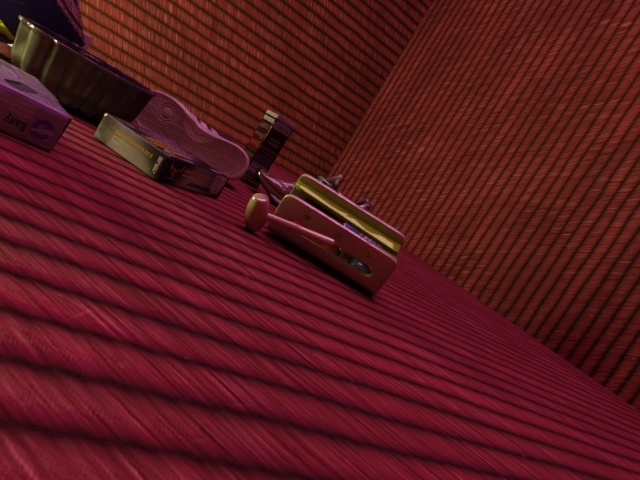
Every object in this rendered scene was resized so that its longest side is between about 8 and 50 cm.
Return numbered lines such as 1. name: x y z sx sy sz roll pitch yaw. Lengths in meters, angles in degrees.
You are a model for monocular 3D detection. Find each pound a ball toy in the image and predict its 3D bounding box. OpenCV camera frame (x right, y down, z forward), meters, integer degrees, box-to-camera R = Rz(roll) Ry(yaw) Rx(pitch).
1. pound a ball toy: 0.000 0.000 1.306 0.319 0.135 0.208 31 32 -1

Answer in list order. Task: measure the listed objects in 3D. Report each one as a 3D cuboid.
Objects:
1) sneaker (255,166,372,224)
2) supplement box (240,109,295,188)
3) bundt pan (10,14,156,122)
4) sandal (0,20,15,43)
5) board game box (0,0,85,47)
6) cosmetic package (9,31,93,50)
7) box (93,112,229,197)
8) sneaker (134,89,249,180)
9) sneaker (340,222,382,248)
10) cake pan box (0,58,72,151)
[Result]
1. sneaker: -0.011 -0.148 1.964 0.410 0.182 0.158 29 7 -20
2. supplement box: -0.189 -0.299 2.036 0.073 0.239 0.130 29 7 -28
3. bundt pan: -0.553 -0.369 1.426 0.331 0.124 0.331 32 7 -4
4. sandal: -0.891 -0.612 1.713 0.126 0.138 0.317 -20 50 -34
5. board game box: -0.713 -0.634 1.540 0.232 0.141 0.291 71 -1 -60
6. cosmetic package: -0.816 -0.604 1.857 0.184 0.151 0.151 36 7 27
7. box: -0.320 -0.170 1.288 0.183 0.056 0.231 34 7 20
8. sneaker: -0.352 -0.274 1.690 0.350 0.131 0.148 36 -1 -5
9. sneaker: 0.131 0.005 1.922 0.211 0.080 0.081 25 6 -38
10. cake pan box: -0.519 -0.245 0.909 0.246 0.070 0.267 28 7 -44
